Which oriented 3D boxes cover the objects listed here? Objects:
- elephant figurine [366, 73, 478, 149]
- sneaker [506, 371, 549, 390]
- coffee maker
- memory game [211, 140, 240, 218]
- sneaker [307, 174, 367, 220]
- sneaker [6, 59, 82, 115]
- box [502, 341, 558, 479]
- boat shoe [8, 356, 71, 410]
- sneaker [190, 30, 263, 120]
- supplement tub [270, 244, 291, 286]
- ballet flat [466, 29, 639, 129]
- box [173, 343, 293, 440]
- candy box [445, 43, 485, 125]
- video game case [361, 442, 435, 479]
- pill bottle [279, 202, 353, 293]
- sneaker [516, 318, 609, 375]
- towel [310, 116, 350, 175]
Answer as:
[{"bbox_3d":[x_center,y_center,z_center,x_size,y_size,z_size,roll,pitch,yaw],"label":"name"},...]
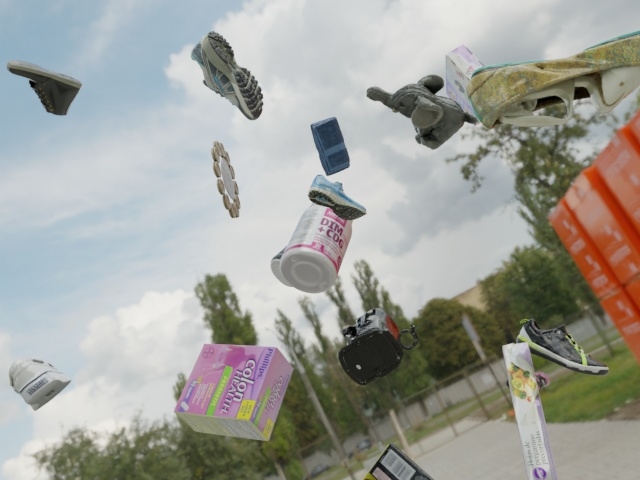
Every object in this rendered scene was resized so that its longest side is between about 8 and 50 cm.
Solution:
[{"bbox_3d":[0.278,-0.368,1.774,0.186,0.169,0.239,-45,-45,5],"label":"elephant figurine"},{"bbox_3d":[0.520,0.366,1.656,0.119,0.047,0.057,-20,11,48],"label":"sneaker"},{"bbox_3d":[0.133,0.226,1.434,0.171,0.120,0.178,-10,8,9],"label":"coffee maker"},{"bbox_3d":[-0.216,-0.138,1.489,0.012,0.186,0.186,-12,-17,6],"label":"memory game"},{"bbox_3d":[0.047,-0.103,1.501,0.162,0.073,0.063,29,-34,-31],"label":"sneaker"},{"bbox_3d":[-0.796,-0.429,1.856,0.222,0.083,0.118,10,-71,-53],"label":"sneaker"},{"bbox_3d":[0.477,0.395,1.487,0.063,0.323,0.067,-11,-31,14],"label":"box"},{"bbox_3d":[-0.562,0.275,1.296,0.095,0.084,0.258,-41,-3,-27],"label":"boat shoe"},{"bbox_3d":[-0.280,-0.479,1.951,0.122,0.283,0.110,-22,19,36],"label":"sneaker"},{"bbox_3d":[-0.059,0.050,2.059,0.190,0.117,0.117,-42,-6,-35],"label":"supplement tub"},{"bbox_3d":[0.419,-0.252,1.066,0.349,0.123,0.123,-11,-17,5],"label":"ballet flat"},{"bbox_3d":[-0.228,0.398,1.733,0.243,0.213,0.117,-1,-41,27],"label":"box"},{"bbox_3d":[0.461,-0.479,2.012,0.070,0.164,0.196,-31,-26,-4],"label":"candy box"},{"bbox_3d":[0.213,0.727,1.743,0.248,0.275,0.035,-52,-41,-6],"label":"video game case"},{"bbox_3d":[0.000,0.000,1.845,0.160,0.160,0.283,-42,18,41],"label":"pill bottle"},{"bbox_3d":[0.600,0.258,1.611,0.084,0.235,0.097,20,-89,-59],"label":"sneaker"},{"bbox_3d":[0.024,-0.207,1.427,0.067,0.119,0.029,-24,19,-15],"label":"towel"}]
